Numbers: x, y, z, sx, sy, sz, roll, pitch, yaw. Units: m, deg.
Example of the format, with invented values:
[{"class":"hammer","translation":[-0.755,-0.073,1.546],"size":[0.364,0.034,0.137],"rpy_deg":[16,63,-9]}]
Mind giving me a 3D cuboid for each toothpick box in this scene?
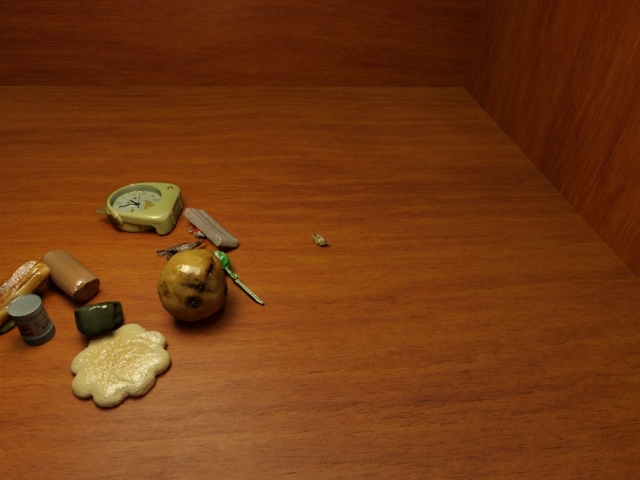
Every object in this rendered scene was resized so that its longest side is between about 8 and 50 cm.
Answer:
[{"class":"toothpick box","translation":[-0.973,0.270,1.535],"size":[0.101,0.153,0.101],"rpy_deg":[1,40,-1]}]

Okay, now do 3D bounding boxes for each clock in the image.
[{"class":"clock","translation":[-0.830,-0.151,2.091],"size":[0.348,0.117,0.286],"rpy_deg":[2,39,1]}]

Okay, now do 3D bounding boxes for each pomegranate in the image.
[{"class":"pomegranate","translation":[-0.455,0.161,1.628],"size":[0.260,0.260,0.260],"rpy_deg":[2,39,-1]}]

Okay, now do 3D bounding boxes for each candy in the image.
[{"class":"candy","translation":[-0.333,0.153,1.797],"size":[0.323,0.097,0.097],"rpy_deg":[39,51,24]}]

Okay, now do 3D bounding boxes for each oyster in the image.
[{"class":"oyster","translation":[0.000,0.000,2.036],"size":[0.081,0.038,0.083],"rpy_deg":[16,14,0]}]

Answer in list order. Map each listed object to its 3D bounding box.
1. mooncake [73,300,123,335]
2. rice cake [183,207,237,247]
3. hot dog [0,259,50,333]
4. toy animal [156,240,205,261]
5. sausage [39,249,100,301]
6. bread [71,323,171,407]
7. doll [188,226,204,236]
[{"class":"mooncake","translation":[-0.750,0.261,1.562],"size":[0.168,0.104,0.175],"rpy_deg":[-17,-1,20]},{"class":"rice cake","translation":[-0.486,-0.057,2.018],"size":[0.298,0.050,0.106],"rpy_deg":[37,18,34]},{"class":"hot dog","translation":[-1.102,0.216,1.611],"size":[0.135,0.100,0.337],"rpy_deg":[11,56,31]},{"class":"toy animal","translation":[-0.583,0.034,1.921],"size":[0.202,0.070,0.105],"rpy_deg":[-22,26,-22]},{"class":"sausage","translation":[-0.947,0.137,1.726],"size":[0.253,0.123,0.123],"rpy_deg":[29,46,27]},{"class":"bread","translation":[-0.655,0.393,1.486],"size":[0.316,0.054,0.316],"rpy_deg":[2,41,-2]},{"class":"doll","translation":[-0.547,-0.037,2.031],"size":[0.057,0.039,0.114],"rpy_deg":[6,21,-43]}]
